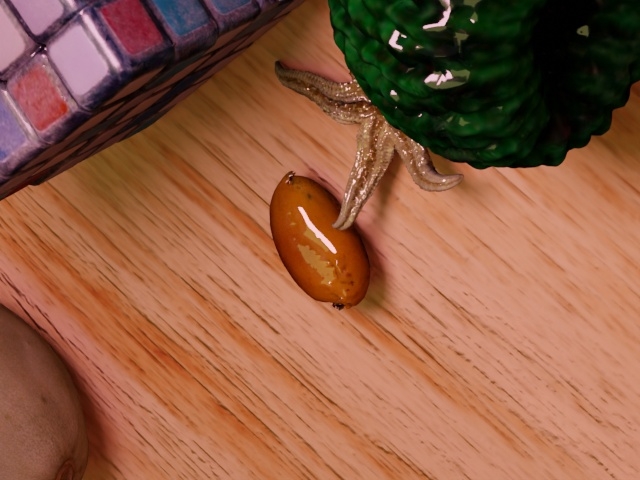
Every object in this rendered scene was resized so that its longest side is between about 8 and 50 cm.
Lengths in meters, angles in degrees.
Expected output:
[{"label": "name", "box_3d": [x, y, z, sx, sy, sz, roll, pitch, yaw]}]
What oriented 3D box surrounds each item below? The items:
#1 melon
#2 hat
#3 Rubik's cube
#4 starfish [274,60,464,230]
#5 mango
[{"label": "melon", "box_3d": [-0.379, 0.176, 1.817, 0.308, 0.271, 0.272, 50, 132, 14]}, {"label": "hat", "box_3d": [0.092, -0.226, 1.308, 0.332, 0.242, 0.274, 42, 112, 42]}, {"label": "Rubik's cube", "box_3d": [-0.219, -0.224, 1.465, 0.293, 0.292, 0.287, -33, 91, 44]}, {"label": "starfish", "box_3d": [0.040, -0.110, 1.489, 0.217, 0.050, 0.223, 29, 116, 29]}, {"label": "mango", "box_3d": [0.000, 0.000, 1.567, 0.077, 0.063, 0.127, -33, 86, 47]}]
